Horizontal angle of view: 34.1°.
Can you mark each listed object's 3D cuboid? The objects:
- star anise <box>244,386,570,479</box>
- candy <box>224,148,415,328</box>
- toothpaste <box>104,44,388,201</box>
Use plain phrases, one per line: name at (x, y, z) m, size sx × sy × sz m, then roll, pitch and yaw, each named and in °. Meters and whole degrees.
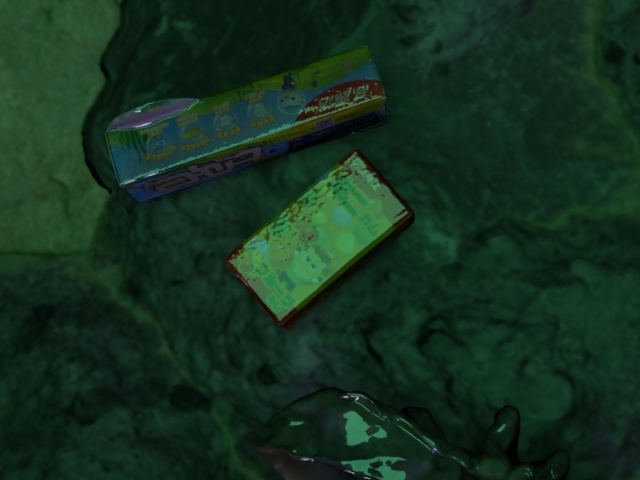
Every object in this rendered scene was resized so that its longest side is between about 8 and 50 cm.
star anise at (0.095, 0.176, 0.609) m, size 0.198 × 0.111 × 0.258 m, roll -16°, pitch 45°, yaw -20°
candy at (0.000, 0.000, 0.719) m, size 0.122 × 0.038 × 0.062 m, roll -41°, pitch 78°, yaw -2°
toothpaste at (-0.051, -0.082, 0.723) m, size 0.193 × 0.070 × 0.044 m, roll -18°, pitch 77°, yaw 3°
